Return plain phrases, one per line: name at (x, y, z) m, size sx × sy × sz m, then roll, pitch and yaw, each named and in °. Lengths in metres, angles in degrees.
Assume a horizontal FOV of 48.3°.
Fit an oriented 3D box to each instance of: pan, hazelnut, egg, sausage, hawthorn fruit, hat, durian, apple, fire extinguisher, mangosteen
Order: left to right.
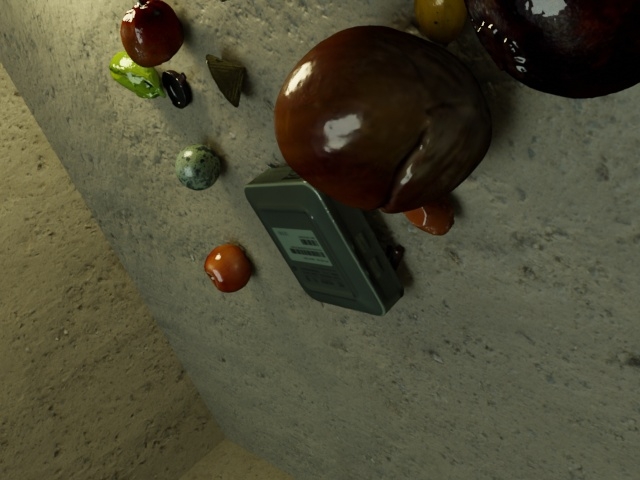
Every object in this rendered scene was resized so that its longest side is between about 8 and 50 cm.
durian at (-0.539, -0.487, 2.091) m, size 0.250 × 0.101 × 0.139 m, roll 25°, pitch 170°, yaw 47°
hawthorn fruit at (-0.435, -0.542, 1.806) m, size 0.157 × 0.157 × 0.194 m, roll 27°, pitch 147°, yaw 39°
pan at (-0.390, -0.436, 1.982) m, size 0.115 × 0.040 × 0.212 m, roll 58°, pitch 158°, yaw -8°
egg at (-0.360, -0.212, 2.100) m, size 0.132 × 0.132 × 0.172 m, roll 48°, pitch 164°, yaw 7°
apple at (-0.308, 0.095, 2.361) m, size 0.163 × 0.139 × 0.163 m, roll 34°, pitch 147°, yaw 26°
hat at (-0.212, -0.404, 1.743) m, size 0.146 × 0.067 × 0.146 m, roll 59°, pitch -167°, yaw -22°
hazelnut at (0.107, -0.209, 1.221) m, size 0.372 × 0.372 × 0.315 m, roll -2°, pitch 83°, yaw 57°
fire extinguisher at (0.169, 0.045, 1.711) m, size 0.046 × 0.032 × 0.100 m, roll 32°, pitch 141°, yaw 15°
sausage at (0.202, -0.084, 1.463) m, size 0.179 × 0.089 × 0.089 m, roll 49°, pitch 153°, yaw 27°
mangosteen at (0.313, -0.324, 0.851) m, size 0.297 × 0.293 × 0.297 m, roll 26°, pitch -176°, yaw -2°

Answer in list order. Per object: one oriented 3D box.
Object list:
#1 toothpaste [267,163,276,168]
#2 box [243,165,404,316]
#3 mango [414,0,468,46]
toothpaste at (-0.112, -0.177, 1.891) m, size 0.083 × 0.019 × 0.027 m, roll 37°, pitch 166°, yaw 34°
box at (0.000, 0.001, 1.794) m, size 0.396 × 0.111 × 0.396 m, roll 5°, pitch 129°, yaw 61°
mango at (0.193, -0.400, 1.131) m, size 0.098 × 0.075 × 0.190 m, roll 17°, pitch 130°, yaw 35°
